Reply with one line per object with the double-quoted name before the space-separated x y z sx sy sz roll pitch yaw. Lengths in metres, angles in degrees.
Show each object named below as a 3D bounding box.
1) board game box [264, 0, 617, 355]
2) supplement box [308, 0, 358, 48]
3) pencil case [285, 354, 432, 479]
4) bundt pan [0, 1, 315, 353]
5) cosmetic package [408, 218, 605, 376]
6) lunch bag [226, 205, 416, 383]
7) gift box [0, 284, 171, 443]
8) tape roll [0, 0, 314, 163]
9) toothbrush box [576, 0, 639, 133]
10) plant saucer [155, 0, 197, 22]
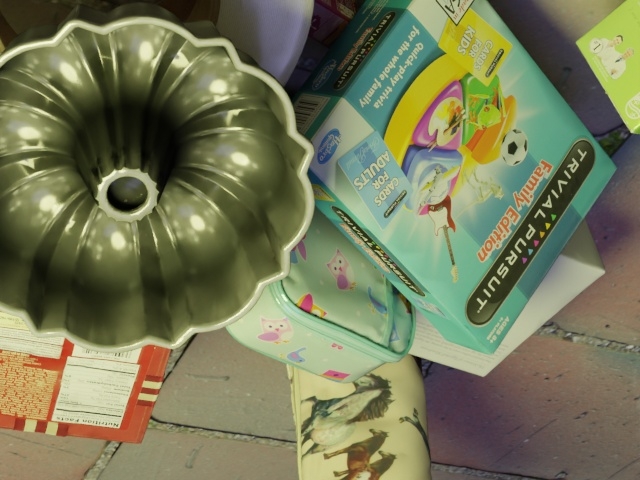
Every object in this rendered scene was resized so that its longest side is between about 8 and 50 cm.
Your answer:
"board game box" 0.129 -0.083 1.549 0.336 0.079 0.253 44 74 -34
"supplement box" -0.005 -0.233 1.517 0.083 0.055 0.043 26 129 -36
"pencil case" 0.038 0.239 1.816 0.184 0.410 0.160 -2 138 -1
"bundt pan" -0.172 -0.068 1.374 0.331 0.124 0.330 -3 119 -6
"cosmetic package" 0.163 0.023 1.798 0.224 0.138 0.224 20 130 -32
"lunch bag" 0.000 0.000 1.630 0.224 0.279 0.108 26 139 -36
"gift box" -0.253 0.027 1.594 0.255 0.258 0.276 11 137 -16
"tape roll" -0.196 -0.230 1.387 0.392 0.072 0.392 -6 126 -9
"toothbrush box" 0.432 -0.227 1.528 0.283 0.122 0.206 -41 155 30
"plant saucer" -0.115 -0.184 1.570 0.169 0.029 0.168 -7 140 -6
